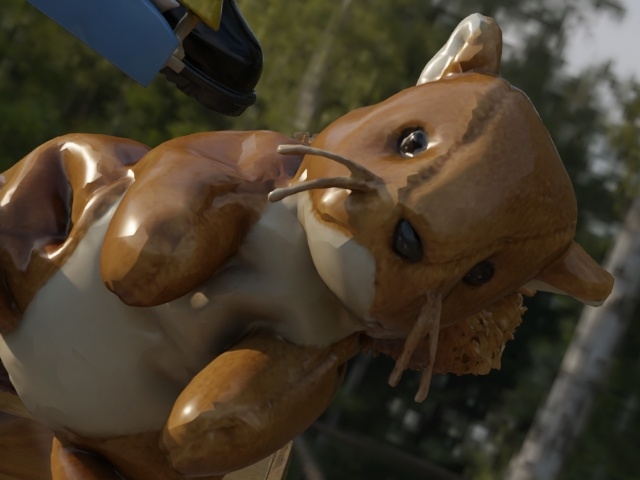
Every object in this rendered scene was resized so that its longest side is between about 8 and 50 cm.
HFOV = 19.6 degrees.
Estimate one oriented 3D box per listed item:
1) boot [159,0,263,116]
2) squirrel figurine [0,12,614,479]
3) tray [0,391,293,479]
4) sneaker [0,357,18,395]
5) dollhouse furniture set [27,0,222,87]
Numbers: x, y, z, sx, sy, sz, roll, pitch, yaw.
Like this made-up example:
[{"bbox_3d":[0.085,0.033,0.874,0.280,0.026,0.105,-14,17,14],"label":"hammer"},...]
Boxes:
[{"bbox_3d":[-0.103,-0.316,1.732,0.348,0.260,0.131,54,21,-1],"label":"boot"},{"bbox_3d":[0.000,0.000,1.176,0.370,0.281,0.397,-27,-2,26],"label":"squirrel figurine"},{"bbox_3d":[-0.255,0.259,2.027,0.410,0.203,0.076,16,-30,6],"label":"tray"},{"bbox_3d":[-0.271,0.087,1.579,0.281,0.106,0.162,20,3,-30],"label":"sneaker"},{"bbox_3d":[-0.213,-0.300,1.498,0.303,0.198,0.286,37,2,-26],"label":"dollhouse furniture set"}]
